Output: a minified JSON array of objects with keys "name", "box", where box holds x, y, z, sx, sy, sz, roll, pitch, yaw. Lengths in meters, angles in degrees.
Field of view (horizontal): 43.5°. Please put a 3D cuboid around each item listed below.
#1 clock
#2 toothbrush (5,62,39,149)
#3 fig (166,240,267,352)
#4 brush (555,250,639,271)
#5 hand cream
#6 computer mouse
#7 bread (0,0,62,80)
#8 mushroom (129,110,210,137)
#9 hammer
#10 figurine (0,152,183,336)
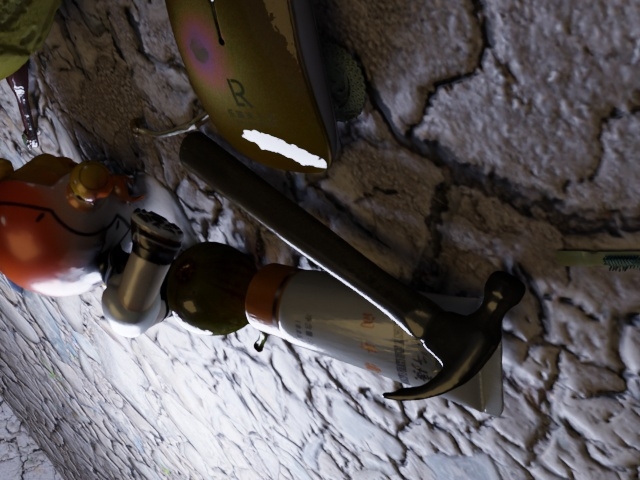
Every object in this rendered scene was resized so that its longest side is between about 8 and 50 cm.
[{"name":"clock","box":[0.013,-0.150,0.758,0.074,0.010,0.083,40,145,14]},{"name":"toothbrush","box":[-0.439,-0.269,1.134,0.041,0.041,0.364,34,144,21]},{"name":"fig","box":[-0.115,0.097,1.086,0.124,0.124,0.236,19,156,37]},{"name":"brush","box":[0.233,0.017,0.672,0.083,0.013,0.016,1,127,50]},{"name":"hand cream","box":[0.061,0.100,0.896,0.314,0.089,0.140,9,120,35]},{"name":"computer mouse","box":[-0.066,-0.197,0.733,0.158,0.072,0.310,14,129,38]},{"name":"bread","box":[-0.407,-0.292,0.869,0.148,0.270,0.270,29,142,21]},{"name":"mushroom","box":[-0.148,-0.142,0.946,0.286,0.028,0.026,3,83,47]},{"name":"hammer","box":[0.000,0.000,0.858,0.440,0.044,0.168,37,107,29]},{"name":"figurine","box":[-0.350,0.000,1.159,0.323,0.196,0.320,29,149,11]}]
